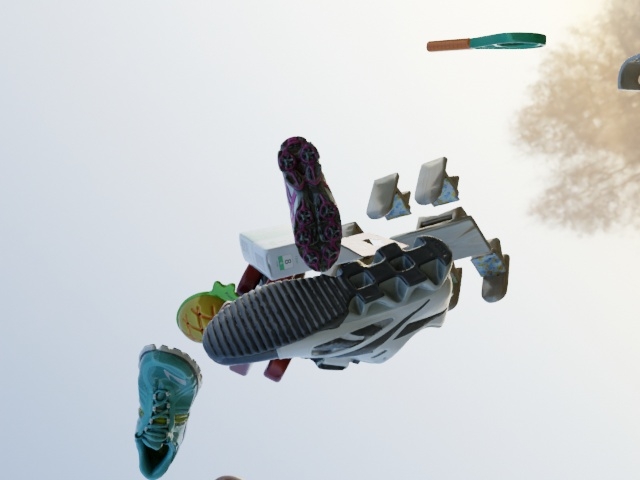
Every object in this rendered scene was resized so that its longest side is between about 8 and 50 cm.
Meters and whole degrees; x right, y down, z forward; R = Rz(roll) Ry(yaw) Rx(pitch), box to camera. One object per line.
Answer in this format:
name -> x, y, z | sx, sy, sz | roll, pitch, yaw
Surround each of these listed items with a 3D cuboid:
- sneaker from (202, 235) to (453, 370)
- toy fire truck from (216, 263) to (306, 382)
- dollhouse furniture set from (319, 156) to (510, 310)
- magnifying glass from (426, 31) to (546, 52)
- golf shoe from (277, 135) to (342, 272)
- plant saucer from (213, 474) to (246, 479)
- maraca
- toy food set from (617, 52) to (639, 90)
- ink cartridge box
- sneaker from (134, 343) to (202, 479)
sneaker -> 0.020, 0.117, 1.094 | 0.122, 0.330, 0.146 | -116, 12, -52
toy fire truck -> -0.088, 0.115, 1.648 | 0.169, 0.254, 0.302 | 28, -118, 1
dollhouse furniture set -> 0.208, 0.056, 2.090 | 0.362, 0.394, 0.256 | 52, -143, -32
magnifying glass -> 0.301, -0.361, 1.576 | 0.092, 0.231, 0.026 | -6, -79, -53
golf shoe -> -0.011, -0.050, 1.164 | 0.086, 0.067, 0.186 | -99, -3, -86
plant saucer -> -0.158, 0.551, 1.654 | 0.037, 0.200, 0.200 | 1, -114, -45
maraca -> -0.238, 0.160, 1.904 | 0.127, 0.185, 0.099 | 43, -155, -21
toy food set -> 0.841, -0.388, 1.884 | 0.219, 0.306, 0.092 | -6, -95, -37
ink cartridge box -> 0.000, 0.000, 1.354 | 0.181, 0.224, 0.056 | -156, 53, -70
sneaker -> -0.255, 0.282, 1.403 | 0.110, 0.107, 0.275 | -80, -2, -53
